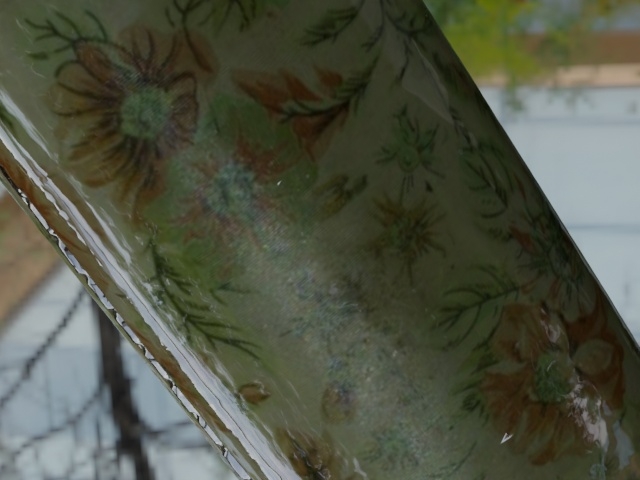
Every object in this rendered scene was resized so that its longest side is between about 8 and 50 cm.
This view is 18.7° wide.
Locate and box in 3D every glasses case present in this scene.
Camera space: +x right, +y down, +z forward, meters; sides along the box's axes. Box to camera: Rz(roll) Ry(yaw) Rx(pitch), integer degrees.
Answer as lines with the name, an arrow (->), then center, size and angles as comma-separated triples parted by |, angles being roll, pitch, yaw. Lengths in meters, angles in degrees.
glasses case -> 0.000, 0.000, 0.716 | 0.156, 0.425, 0.098 | -44, -152, -16
